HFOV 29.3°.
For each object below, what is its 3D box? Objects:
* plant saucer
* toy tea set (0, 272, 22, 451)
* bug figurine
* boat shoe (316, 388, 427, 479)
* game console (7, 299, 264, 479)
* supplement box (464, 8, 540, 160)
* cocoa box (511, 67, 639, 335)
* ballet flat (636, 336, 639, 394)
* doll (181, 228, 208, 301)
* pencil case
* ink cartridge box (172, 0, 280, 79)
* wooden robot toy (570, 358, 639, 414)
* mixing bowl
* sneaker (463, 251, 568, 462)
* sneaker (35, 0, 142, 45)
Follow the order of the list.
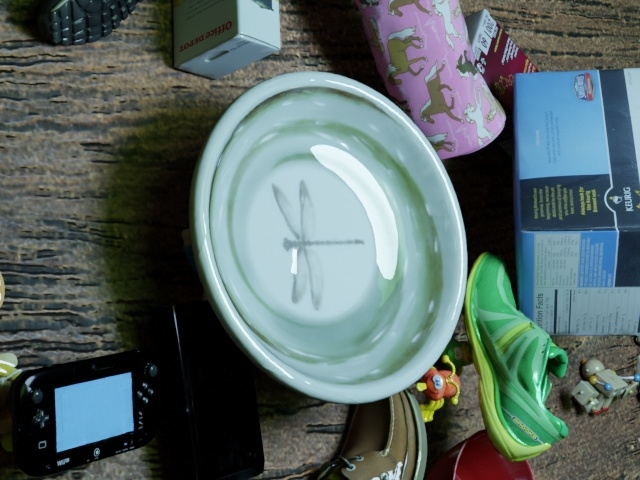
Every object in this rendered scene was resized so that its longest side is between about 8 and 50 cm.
[{"bbox_3d":[0.000,0.000,1.472,0.400,0.100,0.401,10,73,-34],"label":"plant saucer"},{"bbox_3d":[-0.367,0.047,1.151,0.200,0.124,0.336,-12,85,-47],"label":"toy tea set"},{"bbox_3d":[0.155,0.099,1.660,0.216,0.072,0.279,4,72,-66],"label":"bug figurine"},{"bbox_3d":[0.053,0.302,1.498,0.104,0.110,0.307,28,52,-29],"label":"boat shoe"},{"bbox_3d":[-0.187,0.181,1.298,0.361,0.044,0.213,-6,87,-56],"label":"game console"},{"bbox_3d":[0.295,-0.239,1.963,0.239,0.073,0.130,42,49,-28],"label":"supplement box"},{"bbox_3d":[0.395,-0.059,1.782,0.231,0.227,0.347,80,12,-45],"label":"cocoa box"},{"bbox_3d":[0.575,0.192,2.106,0.070,0.070,0.188,29,53,-35],"label":"ballet flat"},{"bbox_3d":[-0.115,-0.001,1.481,0.129,0.046,0.189,19,63,-36],"label":"doll"},{"bbox_3d":[0.135,-0.304,1.700,0.167,0.160,0.386,-115,-178,-63],"label":"pencil case"},{"bbox_3d":[-0.120,-0.304,1.525,0.072,0.127,0.175,13,68,-45],"label":"ink cartridge box"},{"bbox_3d":[0.441,0.229,1.970,0.173,0.076,0.079,-5,45,-46],"label":"wooden robot toy"},{"bbox_3d":[0.201,0.351,1.640,0.181,0.098,0.182,18,64,-40],"label":"mixing bowl"},{"bbox_3d":[0.266,0.151,1.639,0.109,0.123,0.296,52,25,-58],"label":"sneaker"},{"bbox_3d":[-0.257,-0.343,1.444,0.124,0.107,0.283,34,60,12],"label":"sneaker"}]
